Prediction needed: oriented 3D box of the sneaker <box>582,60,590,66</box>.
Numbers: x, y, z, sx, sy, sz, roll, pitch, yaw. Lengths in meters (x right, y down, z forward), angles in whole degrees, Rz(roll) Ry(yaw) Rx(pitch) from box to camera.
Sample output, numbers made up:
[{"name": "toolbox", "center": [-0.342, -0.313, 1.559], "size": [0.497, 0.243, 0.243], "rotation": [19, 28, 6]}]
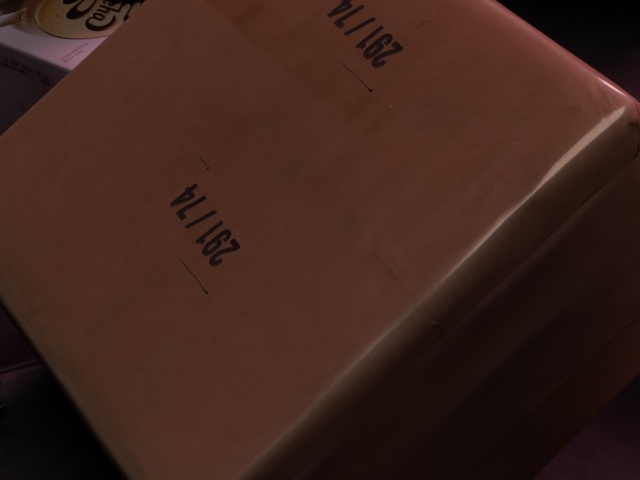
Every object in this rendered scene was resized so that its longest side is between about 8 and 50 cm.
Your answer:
[{"name": "sneaker", "center": [0.122, -0.082, 1.089], "size": [0.083, 0.098, 0.223], "rotation": [22, 47, 32]}]

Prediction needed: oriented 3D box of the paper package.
[{"name": "paper package", "center": [0.000, 0.000, 0.873], "size": [0.309, 0.168, 0.325], "rotation": [-43, 45, -4]}]

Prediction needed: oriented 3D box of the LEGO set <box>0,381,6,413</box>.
[{"name": "LEGO set", "center": [-0.215, 0.105, 0.976], "size": [0.054, 0.023, 0.083], "rotation": [28, 63, 40]}]

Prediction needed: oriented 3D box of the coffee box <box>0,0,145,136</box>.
[{"name": "coffee box", "center": [-0.091, -0.155, 1.199], "size": [0.168, 0.119, 0.297], "rotation": [24, 48, 38]}]
